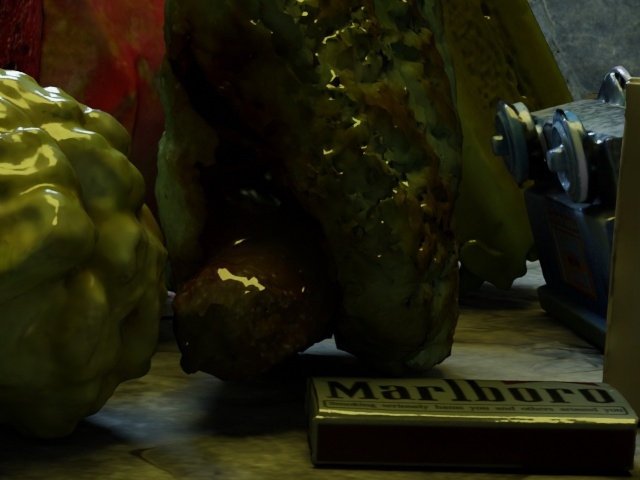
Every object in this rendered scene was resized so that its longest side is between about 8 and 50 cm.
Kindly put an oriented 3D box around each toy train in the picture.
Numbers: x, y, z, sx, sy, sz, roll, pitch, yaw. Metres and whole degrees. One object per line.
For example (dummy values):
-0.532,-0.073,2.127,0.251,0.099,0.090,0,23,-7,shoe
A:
0.224,-0.020,1.502,0.131,0.202,0.300,-15,9,-4,toy train

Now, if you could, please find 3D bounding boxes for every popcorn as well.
-0.197,0.008,1.081,0.255,0.195,0.256,-9,-32,42,popcorn

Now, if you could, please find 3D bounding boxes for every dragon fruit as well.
-0.190,-0.108,1.485,0.249,0.371,0.386,6,-28,-31,dragon fruit

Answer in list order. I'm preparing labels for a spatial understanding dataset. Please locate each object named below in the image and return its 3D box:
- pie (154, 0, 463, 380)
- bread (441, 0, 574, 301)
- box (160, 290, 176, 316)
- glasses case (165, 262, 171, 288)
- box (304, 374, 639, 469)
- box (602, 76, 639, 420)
0.001,-0.118,1.278,0.180,0.418,0.395,-2,-4,11,pie
0.066,-0.155,1.692,0.208,0.376,0.251,-9,27,37,bread
-0.130,0.050,1.560,0.046,0.012,0.083,0,7,-25,box
-0.137,0.001,1.690,0.184,0.078,0.039,4,7,16,glasses case
0.080,0.101,1.109,0.177,0.036,0.115,1,6,-4,box
0.256,0.003,1.236,0.095,0.212,0.168,8,9,35,box
